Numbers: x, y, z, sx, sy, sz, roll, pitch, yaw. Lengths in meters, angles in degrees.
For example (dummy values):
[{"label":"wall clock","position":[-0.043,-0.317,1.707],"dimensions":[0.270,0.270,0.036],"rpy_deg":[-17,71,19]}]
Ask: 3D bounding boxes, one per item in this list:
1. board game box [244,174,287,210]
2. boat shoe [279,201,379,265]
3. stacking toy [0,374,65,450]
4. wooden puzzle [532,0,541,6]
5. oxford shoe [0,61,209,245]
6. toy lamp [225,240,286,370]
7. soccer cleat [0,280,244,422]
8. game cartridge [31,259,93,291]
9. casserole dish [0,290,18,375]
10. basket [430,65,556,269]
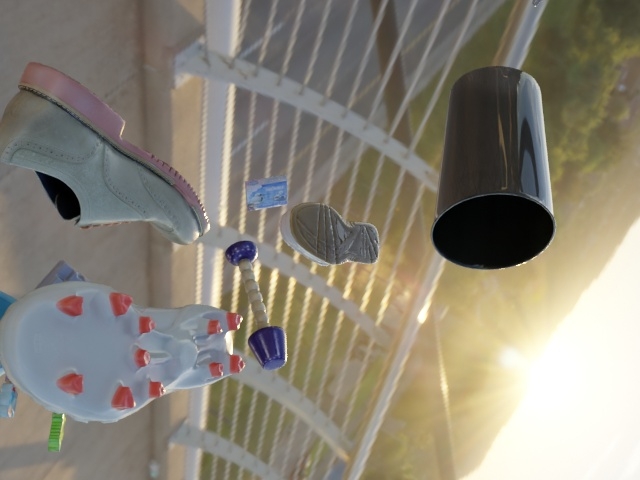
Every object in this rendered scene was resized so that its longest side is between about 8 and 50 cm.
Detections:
[{"label":"board game box","position":[-0.117,-0.102,1.820],"dimensions":[0.090,0.020,0.090],"rpy_deg":[-10,148,-8]},{"label":"boat shoe","position":[0.000,0.000,1.430],"dimensions":[0.277,0.096,0.098],"rpy_deg":[19,70,-57]},{"label":"stacking toy","position":[-0.477,0.213,1.304],"dimensions":[0.052,0.166,0.221],"rpy_deg":[102,-12,-63]},{"label":"wooden puzzle","position":[0.316,-0.357,1.130],"dimensions":[0.116,0.014,0.078],"rpy_deg":[-51,169,-20]},{"label":"oxford shoe","position":[-0.296,-0.075,1.156],"dimensions":[0.147,0.140,0.397],"rpy_deg":[-61,144,-13]},{"label":"toy lamp","position":[-0.126,0.131,1.685],"dimensions":[0.080,0.275,0.080],"rpy_deg":[-13,146,-9]},{"label":"soccer cleat","position":[-0.111,0.060,0.452],"dimensions":[0.196,0.076,0.068],"rpy_deg":[17,70,-68]},{"label":"game cartridge","position":[-0.412,0.188,1.470],"dimensions":[0.196,0.060,0.294],"rpy_deg":[-51,130,-12]},{"label":"casserole dish","position":[-0.319,0.074,0.694],"dimensions":[0.114,0.188,0.037],"rpy_deg":[-38,143,-50]},{"label":"basket","position":[0.232,-0.105,1.130],"dimensions":[0.204,0.154,0.227],"rpy_deg":[95,2,-61]}]
